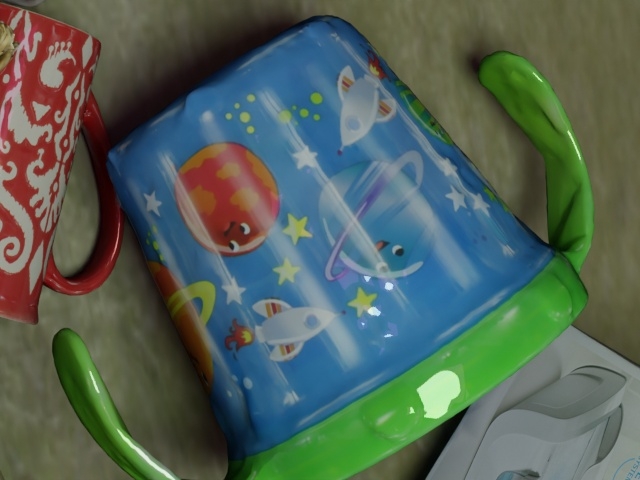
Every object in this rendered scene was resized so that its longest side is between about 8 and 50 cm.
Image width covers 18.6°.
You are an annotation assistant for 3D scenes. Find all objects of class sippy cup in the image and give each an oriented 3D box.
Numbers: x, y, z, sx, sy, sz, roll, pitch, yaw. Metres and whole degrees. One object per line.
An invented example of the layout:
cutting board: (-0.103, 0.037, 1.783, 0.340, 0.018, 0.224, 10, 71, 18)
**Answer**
sippy cup: (0.000, 0.000, 1.129, 0.240, 0.305, 0.224, -30, 93, 33)

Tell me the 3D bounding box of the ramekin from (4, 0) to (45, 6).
ramekin: (-0.196, -0.235, 1.056, 0.207, 0.207, 0.109, 41, 76, -15)

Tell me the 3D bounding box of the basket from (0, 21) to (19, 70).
basket: (-0.343, -0.076, 0.988, 0.223, 0.213, 0.299, 43, 94, 5)

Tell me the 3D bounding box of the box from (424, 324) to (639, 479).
box: (0.162, 0.208, 1.157, 0.127, 0.231, 0.262, 30, 93, -33)

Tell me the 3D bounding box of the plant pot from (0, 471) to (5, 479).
plant pot: (-0.250, 0.222, 1.085, 0.256, 0.256, 0.274, -5, 82, -14)

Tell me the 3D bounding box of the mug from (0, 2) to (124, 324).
mug: (-0.187, -0.045, 1.141, 0.113, 0.150, 0.169, 15, 88, 25)
